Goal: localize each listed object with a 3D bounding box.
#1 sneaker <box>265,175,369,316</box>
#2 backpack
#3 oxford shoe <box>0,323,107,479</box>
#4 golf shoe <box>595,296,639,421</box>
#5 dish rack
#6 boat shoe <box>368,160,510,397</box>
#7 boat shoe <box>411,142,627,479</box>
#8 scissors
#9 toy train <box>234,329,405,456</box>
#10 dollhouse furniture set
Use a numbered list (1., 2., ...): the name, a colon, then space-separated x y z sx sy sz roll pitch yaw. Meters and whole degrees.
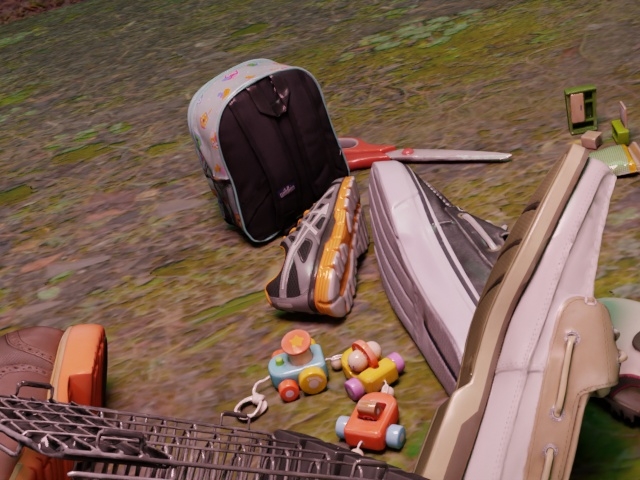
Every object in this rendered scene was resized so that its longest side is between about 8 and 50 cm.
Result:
1. sneaker: 0.000 0.000 0.952 0.083 0.084 0.215 -8 31 20
2. backpack: -0.069 -0.120 1.056 0.165 0.188 0.144 -31 40 -19
3. oxford shoe: -0.252 0.174 0.681 0.132 0.130 0.364 4 16 -6
4. golf shoe: 0.284 0.091 0.650 0.105 0.120 0.273 -25 31 -15
5. dish rack: -0.074 0.147 0.548 0.271 0.074 0.208 16 -10 -30
6. boat shoe: 0.133 0.034 0.829 0.119 0.121 0.335 -11 41 -10
7. boat shoe: 0.158 0.081 0.634 0.103 0.113 0.302 23 81 5
8. scissors: 0.099 -0.118 1.164 0.297 0.021 0.109 -7 29 15
9. toy train: 0.006 0.125 0.774 0.166 0.046 0.125 7 36 30
10. dollhouse furniture set: 0.330 -0.130 1.054 0.076 0.059 0.152 -10 30 8
